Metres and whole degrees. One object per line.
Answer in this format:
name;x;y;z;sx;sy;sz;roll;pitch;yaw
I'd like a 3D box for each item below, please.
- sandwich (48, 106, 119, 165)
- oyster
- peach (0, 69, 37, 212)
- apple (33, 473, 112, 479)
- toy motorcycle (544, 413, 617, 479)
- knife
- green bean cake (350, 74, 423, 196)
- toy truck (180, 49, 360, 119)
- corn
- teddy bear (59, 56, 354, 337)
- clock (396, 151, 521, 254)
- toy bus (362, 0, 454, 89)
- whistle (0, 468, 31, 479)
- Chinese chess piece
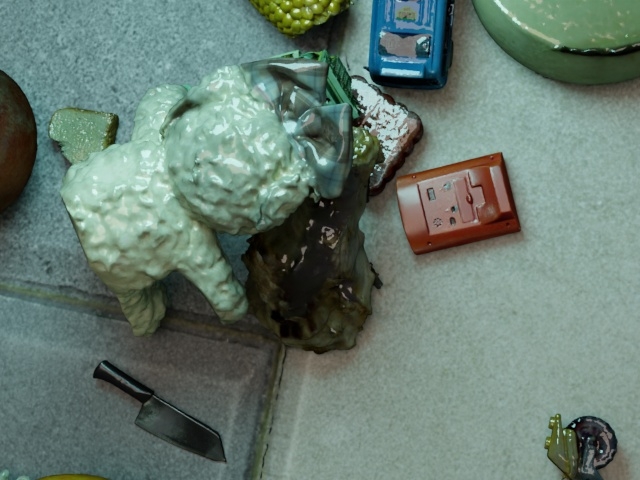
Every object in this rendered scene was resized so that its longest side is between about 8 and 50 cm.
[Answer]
sandwich;-0.352;-0.149;1.607;0.105;0.036;0.093;13;86;12
oyster;0.007;0.003;1.449;0.197;0.133;0.337;18;110;-8
peach;-0.523;-0.145;1.542;0.252;0.252;0.252;-1;83;10
apple;-0.315;0.453;1.404;0.275;0.299;0.299;35;90;27
toy motorcycle;0.301;0.332;1.407;0.129;0.094;0.229;12;80;13
knife;-0.227;0.248;1.546;0.230;0.028;0.060;30;101;9
green bean cake;0.060;-0.145;1.525;0.135;0.056;0.135;36;92;12
toy truck;-0.076;-0.201;1.502;0.259;0.128;0.135;-9;45;31
corn;-0.108;-0.443;1.554;0.144;0.144;0.387;-37;81;4
teddy bear;-0.135;-0.059;1.414;0.362;0.375;0.327;-23;75;-4
clock;0.184;-0.051;1.492;0.155;0.061;0.113;-14;81;10
toy bus;0.125;-0.328;1.479;0.113;0.134;0.246;6;100;10
whistle;-0.493;0.425;1.527;0.253;0.106;0.101;-48;47;-6
Chinese chess piece;0.367;-0.383;1.458;0.349;0.146;0.349;-1;82;9
